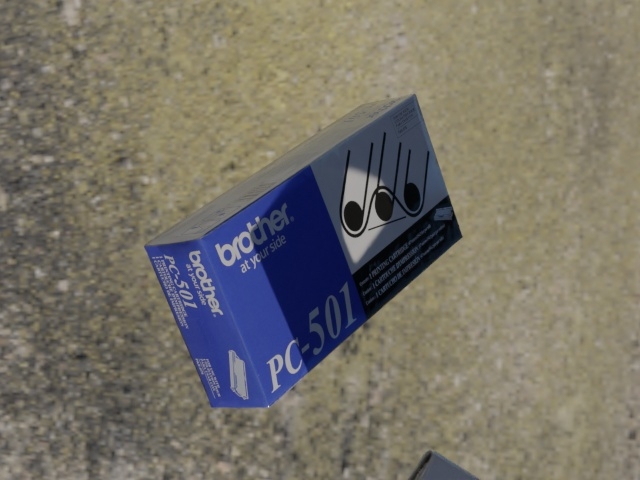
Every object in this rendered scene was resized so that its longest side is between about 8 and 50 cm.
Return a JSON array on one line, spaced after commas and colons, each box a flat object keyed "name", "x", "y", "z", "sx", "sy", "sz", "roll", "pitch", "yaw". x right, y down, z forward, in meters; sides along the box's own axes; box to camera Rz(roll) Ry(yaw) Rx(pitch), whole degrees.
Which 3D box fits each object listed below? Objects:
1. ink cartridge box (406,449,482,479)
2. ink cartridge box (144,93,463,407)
[{"name": "ink cartridge box", "x": 0.166, "y": 0.213, "z": 0.633, "sx": 0.066, "sy": 0.296, "sz": 0.261, "roll": -54, "pitch": 168, "yaw": -23}, {"name": "ink cartridge box", "x": 0.000, "y": 0.000, "z": 0.682, "sx": 0.207, "sy": 0.046, "sz": 0.097, "roll": -38, "pitch": 113, "yaw": -45}]
